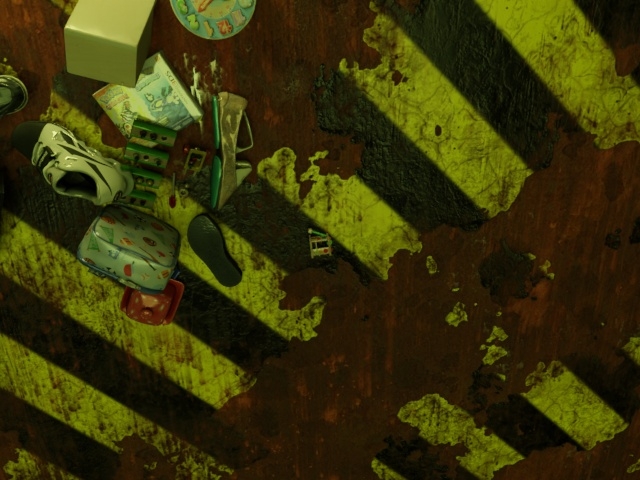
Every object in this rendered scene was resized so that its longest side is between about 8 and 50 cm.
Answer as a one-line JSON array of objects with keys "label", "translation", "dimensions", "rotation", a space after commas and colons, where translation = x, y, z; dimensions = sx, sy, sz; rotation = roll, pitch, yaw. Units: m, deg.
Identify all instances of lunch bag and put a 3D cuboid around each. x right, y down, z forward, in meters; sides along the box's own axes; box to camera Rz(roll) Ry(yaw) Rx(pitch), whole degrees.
[{"label": "lunch bag", "translation": [-0.476, 0.021, 1.487], "dimensions": [0.243, 0.303, 0.115], "rotation": [28, 105, -18]}]

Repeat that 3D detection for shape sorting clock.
[{"label": "shape sorting clock", "translation": [-0.256, -0.586, 1.372], "dimensions": [0.206, 0.040, 0.206], "rotation": [-2, 115, -5]}]

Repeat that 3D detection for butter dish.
[{"label": "butter dish", "translation": [-0.493, 0.185, 1.663], "dimensions": [0.160, 0.118, 0.160], "rotation": [20, 111, -14]}]

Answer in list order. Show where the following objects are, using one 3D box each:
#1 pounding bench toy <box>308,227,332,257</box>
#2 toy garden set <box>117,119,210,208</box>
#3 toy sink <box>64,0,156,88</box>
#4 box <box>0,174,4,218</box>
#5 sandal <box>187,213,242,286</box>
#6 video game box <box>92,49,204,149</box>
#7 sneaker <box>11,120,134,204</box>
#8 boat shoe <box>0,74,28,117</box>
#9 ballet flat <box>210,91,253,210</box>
[{"label": "pounding bench toy", "translation": [0.000, 0.000, 1.664], "dimensions": [0.065, 0.052, 0.083], "rotation": [-8, 115, -2]}, {"label": "toy garden set", "translation": [-0.417, -0.174, 1.514], "dimensions": [0.204, 0.049, 0.244], "rotation": [13, 123, -24]}, {"label": "toy sink", "translation": [-0.475, -0.483, 1.333], "dimensions": [0.153, 0.234, 0.131], "rotation": [11, 143, -12]}, {"label": "box", "translation": [-0.957, -0.056, 1.422], "dimensions": [0.296, 0.073, 0.293], "rotation": [4, 137, -32]}, {"label": "sandal", "translation": [-0.305, 0.027, 1.653], "dimensions": [0.097, 0.054, 0.254], "rotation": [-14, 125, 9]}, {"label": "video game box", "translation": [-0.432, -0.346, 1.462], "dimensions": [0.205, 0.048, 0.187], "rotation": [-30, 112, 8]}, {"label": "sneaker", "translation": [-0.643, -0.191, 1.429], "dimensions": [0.331, 0.146, 0.122], "rotation": [26, 120, 4]}, {"label": "boat shoe", "translation": [-0.840, -0.288, 1.299], "dimensions": [0.340, 0.113, 0.127], "rotation": [-17, 114, -18]}, {"label": "ballet flat", "translation": [-0.230, -0.226, 1.512], "dimensions": [0.106, 0.107, 0.315], "rotation": [-3, 116, -20]}]
